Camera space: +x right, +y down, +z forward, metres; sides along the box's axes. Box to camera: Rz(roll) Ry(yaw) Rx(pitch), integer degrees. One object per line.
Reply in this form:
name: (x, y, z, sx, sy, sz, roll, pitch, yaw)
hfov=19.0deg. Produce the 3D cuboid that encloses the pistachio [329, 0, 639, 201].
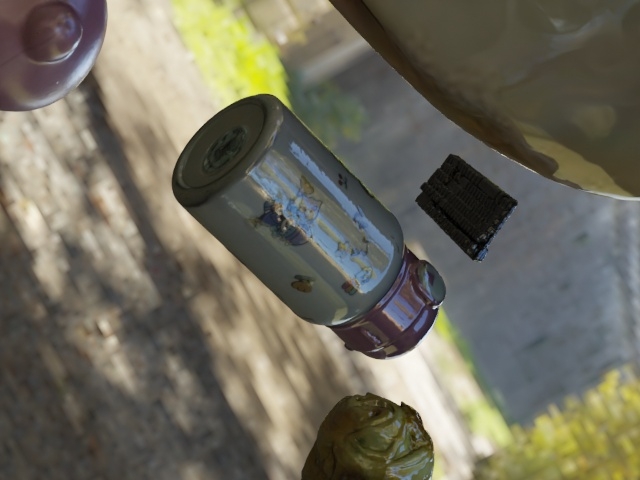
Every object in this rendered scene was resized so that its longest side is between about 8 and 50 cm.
pistachio: (0.117, -0.230, 0.893, 0.281, 0.365, 0.445, -32, -99, 61)

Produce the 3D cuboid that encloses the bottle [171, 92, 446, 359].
bottle: (0.000, 0.000, 1.445, 0.233, 0.110, 0.110, 44, 11, -29)

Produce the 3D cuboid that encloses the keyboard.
keyboard: (0.120, -0.031, 1.611, 0.018, 0.060, 0.195, 34, 5, -17)

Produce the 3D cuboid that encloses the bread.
bread: (0.023, 0.126, 0.998, 0.066, 0.060, 0.110, 49, -41, 28)

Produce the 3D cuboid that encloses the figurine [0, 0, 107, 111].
figurine: (-0.270, -0.198, 1.696, 0.173, 0.173, 0.173, 61, 3, -5)
